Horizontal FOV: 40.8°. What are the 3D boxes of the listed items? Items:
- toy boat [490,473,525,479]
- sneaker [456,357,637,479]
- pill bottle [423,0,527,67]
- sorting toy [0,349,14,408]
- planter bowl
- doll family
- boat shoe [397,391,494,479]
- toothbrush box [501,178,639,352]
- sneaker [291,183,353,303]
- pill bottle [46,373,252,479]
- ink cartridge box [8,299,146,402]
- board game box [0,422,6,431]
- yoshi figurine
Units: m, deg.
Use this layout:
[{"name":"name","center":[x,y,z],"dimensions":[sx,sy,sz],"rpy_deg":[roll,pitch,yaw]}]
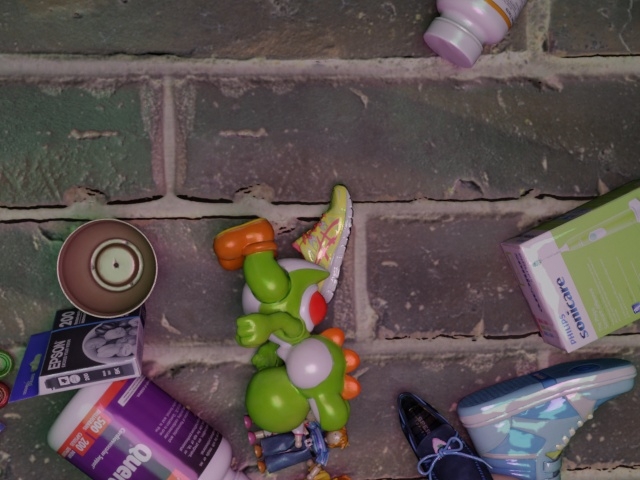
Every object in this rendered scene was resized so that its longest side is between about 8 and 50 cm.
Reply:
[{"name":"toy boat","center":[0.317,0.529,1.461],"dimensions":[0.318,0.267,0.148],"rpy_deg":[48,43,-22]},{"name":"sneaker","center":[0.418,0.336,1.512],"dimensions":[0.318,0.127,0.208],"rpy_deg":[-18,91,5]},{"name":"pill bottle","center":[0.285,-0.426,1.477],"dimensions":[0.136,0.136,0.246],"rpy_deg":[34,88,-4]},{"name":"sorting toy","center":[-0.561,0.239,1.474],"dimensions":[0.061,0.042,0.102],"rpy_deg":[7,78,-20]},{"name":"planter bowl","center":[-0.350,0.044,1.448],"dimensions":[0.161,0.109,0.162],"rpy_deg":[0,91,-4]},{"name":"doll family","center":[-0.025,0.388,1.495],"dimensions":[0.163,0.118,0.263],"rpy_deg":[-15,74,2]},{"name":"boat shoe","center":[0.190,0.350,1.426],"dimensions":[0.109,0.258,0.089],"rpy_deg":[-41,125,-7]},{"name":"toothbrush box","center":[0.497,0.039,1.511],"dimensions":[0.283,0.122,0.206],"rpy_deg":[-26,93,-4]},{"name":"sneaker","center":[0.000,0.000,1.491],"dimensions":[0.094,0.081,0.209],"rpy_deg":[14,90,-3]},{"name":"pill bottle","center":[-0.276,0.353,1.424],"dimensions":[0.323,0.181,0.181],"rpy_deg":[38,88,-4]},{"name":"ink cartridge box","center":[-0.393,0.172,1.401],"dimensions":[0.208,0.206,0.045],"rpy_deg":[-11,116,-4]},{"name":"board game box","center":[-0.669,0.355,1.464],"dimensions":[0.160,0.039,0.212],"rpy_deg":[38,87,-4]},{"name":"yoshi figurine","center":[-0.086,0.163,1.413],"dimensions":[0.203,0.203,0.362],"rpy_deg":[-17,77,-47]}]
